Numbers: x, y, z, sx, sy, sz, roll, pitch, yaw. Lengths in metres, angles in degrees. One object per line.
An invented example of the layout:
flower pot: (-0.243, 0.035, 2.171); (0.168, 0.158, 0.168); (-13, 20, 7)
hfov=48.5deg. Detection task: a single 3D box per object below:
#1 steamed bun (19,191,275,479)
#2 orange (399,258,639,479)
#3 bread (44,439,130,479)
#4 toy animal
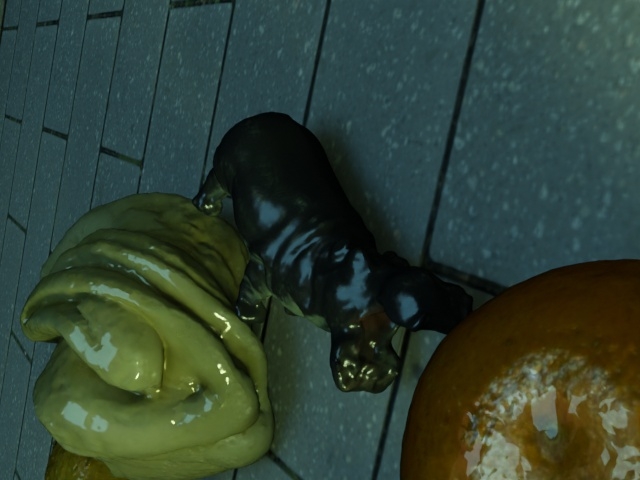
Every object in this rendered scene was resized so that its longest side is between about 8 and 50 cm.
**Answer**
steamed bun: (-0.214, 0.111, 0.811); (0.324, 0.231, 0.372); (-58, 45, 36)
orange: (0.149, 0.120, 0.351); (0.224, 0.170, 0.224); (-19, 57, 32)
bread: (-0.281, 0.361, 0.930); (0.240, 0.139, 0.239); (-12, 75, 53)
toy animal: (-0.004, 0.017, 0.633); (0.343, 0.106, 0.168); (49, 126, 43)
